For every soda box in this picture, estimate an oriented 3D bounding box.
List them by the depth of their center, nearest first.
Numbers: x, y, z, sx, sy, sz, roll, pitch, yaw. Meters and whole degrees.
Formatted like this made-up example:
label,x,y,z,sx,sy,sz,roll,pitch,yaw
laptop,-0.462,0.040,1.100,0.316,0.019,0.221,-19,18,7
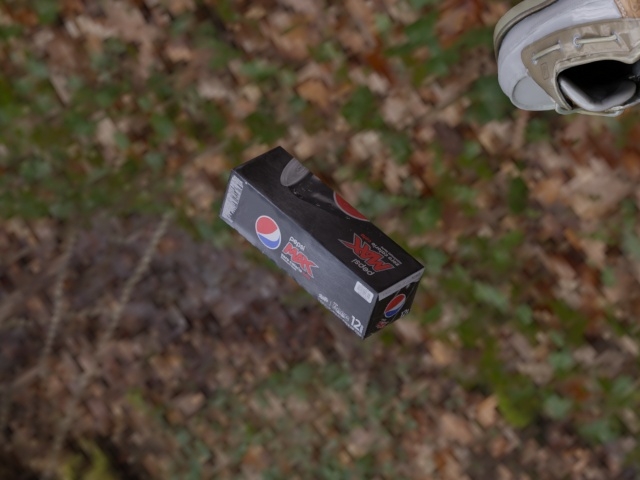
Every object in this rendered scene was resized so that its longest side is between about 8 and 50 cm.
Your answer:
label,x,y,z,sx,sy,sz,roll,pitch,yaw
soda box,0.000,0.000,1.458,0.169,0.060,0.053,41,137,24

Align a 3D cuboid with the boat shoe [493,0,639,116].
label,x,y,z,sx,sy,sz,roll,pitch,yaw
boat shoe,0.221,-0.156,1.554,0.302,0.113,0.103,123,143,-72
